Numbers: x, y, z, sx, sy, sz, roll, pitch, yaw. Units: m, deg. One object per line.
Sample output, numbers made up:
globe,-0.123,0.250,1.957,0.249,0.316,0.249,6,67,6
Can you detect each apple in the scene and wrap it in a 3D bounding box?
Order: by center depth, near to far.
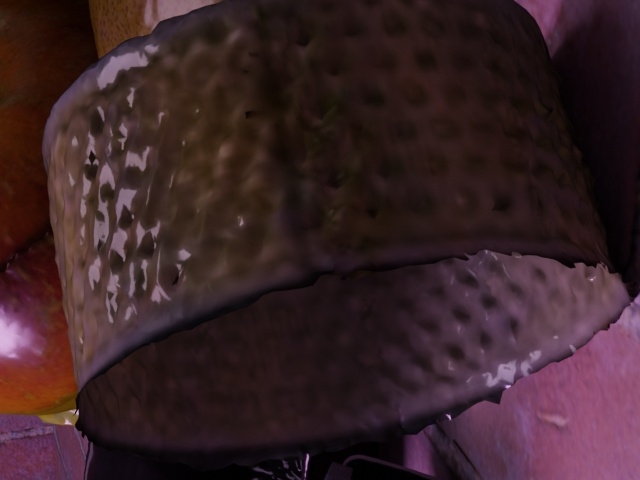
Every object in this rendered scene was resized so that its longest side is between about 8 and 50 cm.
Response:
apple,-0.213,-0.013,1.284,0.374,0.374,0.384,103,160,-49

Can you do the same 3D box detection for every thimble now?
thimble,0.000,0.000,0.752,0.271,0.271,0.150,118,143,-62

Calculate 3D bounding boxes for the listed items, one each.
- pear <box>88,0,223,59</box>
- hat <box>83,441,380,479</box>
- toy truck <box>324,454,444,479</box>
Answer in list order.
pear,-0.044,-0.156,0.952,0.228,0.188,0.211,-51,50,47
hat,-0.020,0.134,1.122,0.238,0.209,0.336,48,129,33
toy truck,0.016,0.255,0.907,0.124,0.114,0.253,103,-173,-45
